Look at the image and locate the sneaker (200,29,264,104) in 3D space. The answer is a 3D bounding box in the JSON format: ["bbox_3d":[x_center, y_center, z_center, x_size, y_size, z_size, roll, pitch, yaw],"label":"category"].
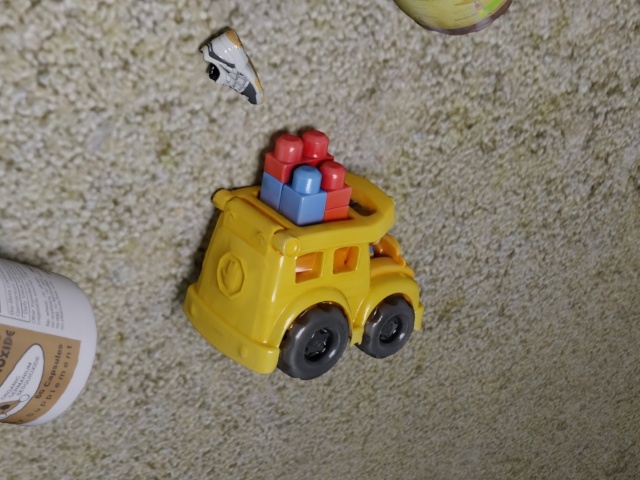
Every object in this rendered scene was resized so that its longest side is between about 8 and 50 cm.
[{"bbox_3d":[-0.073,-0.139,1.045,0.037,0.032,0.083,-25,141,3],"label":"sneaker"}]

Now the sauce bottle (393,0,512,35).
[{"bbox_3d":[0.064,-0.225,0.847,0.111,0.111,0.344,-45,166,9],"label":"sauce bottle"}]

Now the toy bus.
[{"bbox_3d":[0.000,0.000,1.191,0.220,0.149,0.211,-9,120,-40],"label":"toy bus"}]

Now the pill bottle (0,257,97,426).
[{"bbox_3d":[-0.296,0.067,0.977,0.131,0.131,0.229,-49,145,15],"label":"pill bottle"}]
